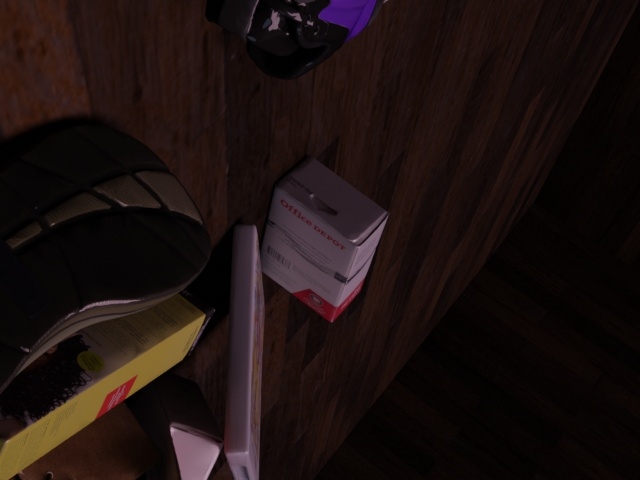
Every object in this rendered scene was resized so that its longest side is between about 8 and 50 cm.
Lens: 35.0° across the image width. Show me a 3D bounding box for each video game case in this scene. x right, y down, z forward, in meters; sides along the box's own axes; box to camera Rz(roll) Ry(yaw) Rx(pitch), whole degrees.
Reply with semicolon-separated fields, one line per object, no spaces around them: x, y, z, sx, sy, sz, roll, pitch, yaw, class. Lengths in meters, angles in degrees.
-0.075;0.127;1.038;0.206;0.026;0.227;92;-2;-67;video game case

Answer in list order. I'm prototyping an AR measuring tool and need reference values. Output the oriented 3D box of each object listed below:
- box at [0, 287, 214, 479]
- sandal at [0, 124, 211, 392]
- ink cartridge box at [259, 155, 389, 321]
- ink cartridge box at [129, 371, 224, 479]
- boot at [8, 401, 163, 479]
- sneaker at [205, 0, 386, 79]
-0.179;0.085;0.734;0.232;0.087;0.058;-34;156;-58;box
-0.179;0.022;0.580;0.086;0.120;0.303;-29;-176;41;sandal
0.000;0.000;1.075;0.063;0.109;0.150;-44;163;-34;ink cartridge box
-0.178;0.303;0.947;0.296;0.066;0.261;-65;-158;8;ink cartridge box
-0.222;0.178;0.760;0.112;0.115;0.305;-56;165;18;boot
-0.009;-0.186;0.607;0.146;0.102;0.293;-50;166;-14;sneaker
